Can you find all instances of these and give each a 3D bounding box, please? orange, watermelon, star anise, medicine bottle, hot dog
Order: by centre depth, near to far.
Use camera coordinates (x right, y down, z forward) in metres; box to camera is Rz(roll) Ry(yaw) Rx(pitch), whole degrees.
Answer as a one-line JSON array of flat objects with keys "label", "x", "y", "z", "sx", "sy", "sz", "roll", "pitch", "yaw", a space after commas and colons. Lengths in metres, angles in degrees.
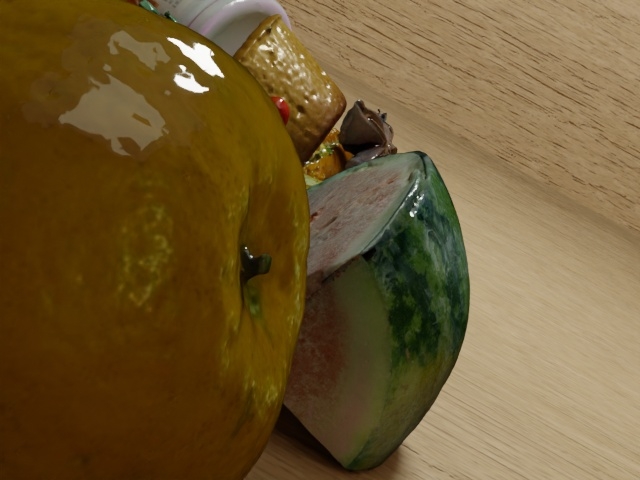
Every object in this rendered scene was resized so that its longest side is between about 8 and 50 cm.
[{"label": "orange", "x": -0.130, "y": 0.017, "z": 0.690, "sx": 0.235, "sy": 0.279, "sz": 0.279, "roll": 1, "pitch": 3, "yaw": 20}, {"label": "watermelon", "x": 0.026, "y": 0.033, "z": 1.116, "sx": 0.180, "sy": 0.224, "sz": 0.305, "roll": 11, "pitch": 18, "yaw": -1}, {"label": "medicine bottle", "x": -0.211, "y": -0.303, "z": 1.936, "sx": 0.316, "sy": 0.202, "sz": 0.202, "roll": 36, "pitch": 15, "yaw": 32}, {"label": "star anise", "x": 0.073, "y": -0.099, "z": 1.941, "sx": 0.063, "sy": 0.172, "sz": 0.208, "roll": -14, "pitch": -2, "yaw": 12}, {"label": "hot dog", "x": -0.015, "y": -0.119, "z": 1.942, "sx": 0.115, "sy": 0.072, "sz": 0.269, "roll": 36, "pitch": 12, "yaw": 0}]

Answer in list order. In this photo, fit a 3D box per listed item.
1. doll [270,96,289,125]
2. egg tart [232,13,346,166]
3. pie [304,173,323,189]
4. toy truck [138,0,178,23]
[{"label": "doll", "x": -0.089, "y": -0.040, "z": 1.155, "sx": 0.105, "sy": 0.200, "sz": 0.336, "roll": 31, "pitch": 8, "yaw": -7}, {"label": "egg tart", "x": -0.061, "y": -0.157, "z": 1.718, "sx": 0.147, "sy": 0.203, "sz": 0.202, "roll": 37, "pitch": 12, "yaw": -3}, {"label": "pie", "x": 0.000, "y": 0.000, "z": 1.470, "sx": 0.296, "sy": 0.078, "sz": 0.371, "roll": 20, "pitch": 16, "yaw": -32}, {"label": "toy truck", "x": -0.204, "y": -0.234, "z": 1.740, "sx": 0.078, "sy": 0.080, "sz": 0.154, "roll": 49, "pitch": -4, "yaw": -28}]
